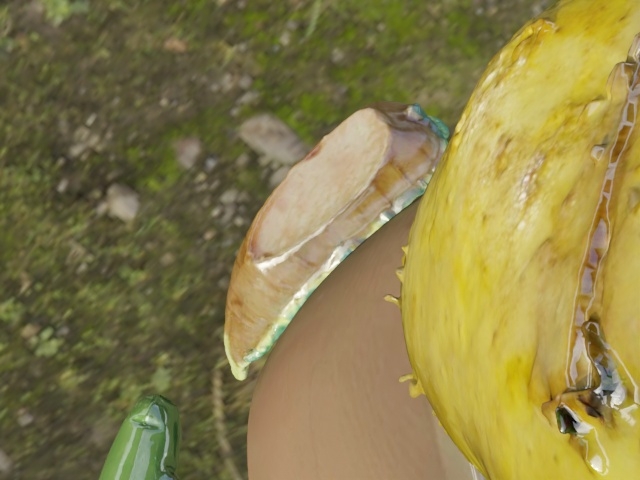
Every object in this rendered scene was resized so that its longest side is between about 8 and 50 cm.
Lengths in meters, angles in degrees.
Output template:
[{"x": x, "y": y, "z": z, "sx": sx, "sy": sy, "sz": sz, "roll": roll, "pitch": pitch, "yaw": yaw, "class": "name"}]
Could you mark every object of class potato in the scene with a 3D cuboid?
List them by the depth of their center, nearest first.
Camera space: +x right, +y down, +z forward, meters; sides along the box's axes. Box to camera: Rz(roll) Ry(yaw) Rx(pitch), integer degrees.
[{"x": 0.103, "y": 0.009, "z": 0.503, "sx": 0.140, "sy": 0.300, "sz": 0.173, "roll": 14, "pitch": 101, "yaw": -9, "class": "potato"}]

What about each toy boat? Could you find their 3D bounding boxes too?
[{"x": -0.008, "y": -0.001, "z": 1.477, "sx": 0.099, "sy": 0.293, "sz": 0.108, "roll": 26, "pitch": 18, "yaw": -49, "class": "toy boat"}]

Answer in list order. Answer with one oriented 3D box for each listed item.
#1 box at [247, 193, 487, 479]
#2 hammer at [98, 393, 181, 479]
[{"x": 0.110, "y": 0.106, "z": 0.863, "sx": 0.301, "sy": 0.216, "sz": 0.301, "roll": 14, "pitch": 65, "yaw": -32, "class": "box"}, {"x": -0.142, "y": 0.259, "z": 1.130, "sx": 0.119, "sy": 0.206, "sz": 0.335, "roll": 18, "pitch": 69, "yaw": -4, "class": "hammer"}]
